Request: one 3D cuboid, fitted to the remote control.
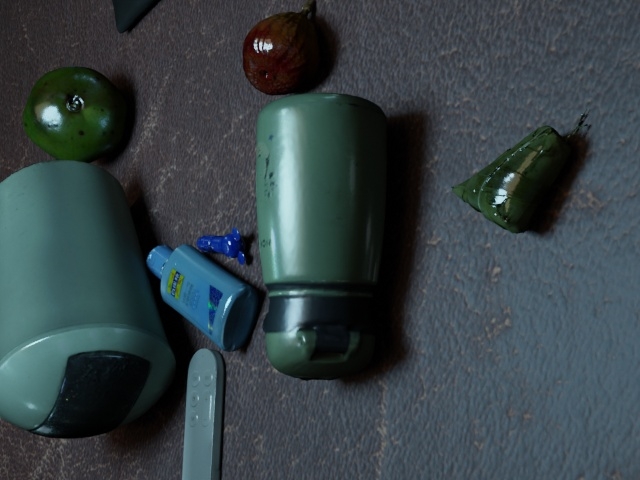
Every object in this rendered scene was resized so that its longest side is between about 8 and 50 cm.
[{"bbox_3d":[-0.174,0.283,1.450,0.077,0.022,0.245,-13,71,49],"label":"remote control"}]

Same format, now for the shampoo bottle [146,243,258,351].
[{"bbox_3d":[-0.189,0.073,1.489,0.258,0.061,0.103,29,107,49],"label":"shampoo bottle"}]

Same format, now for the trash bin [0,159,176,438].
[{"bbox_3d":[-0.399,0.104,1.570,0.280,0.280,0.432,-48,45,31],"label":"trash bin"}]

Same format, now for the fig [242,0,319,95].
[{"bbox_3d":[-0.056,-0.286,1.382,0.119,0.119,0.153,-4,79,49],"label":"fig"}]

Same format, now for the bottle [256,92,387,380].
[{"bbox_3d":[0.000,0.001,1.214,0.168,0.168,0.347,-6,81,49],"label":"bottle"}]

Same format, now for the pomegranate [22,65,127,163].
[{"bbox_3d":[-0.452,-0.223,1.802,0.225,0.187,0.187,156,119,-71],"label":"pomegranate"}]

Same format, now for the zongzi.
[{"bbox_3d":[0.213,-0.096,1.073,0.154,0.062,0.130,-61,30,10],"label":"zongzi"}]

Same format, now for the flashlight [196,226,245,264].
[{"bbox_3d":[-0.147,0.006,1.481,0.121,0.035,0.057,3,108,54],"label":"flashlight"}]

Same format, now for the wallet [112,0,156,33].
[{"bbox_3d":[-0.282,-0.543,1.761,0.377,0.051,0.197,-31,61,42],"label":"wallet"}]
